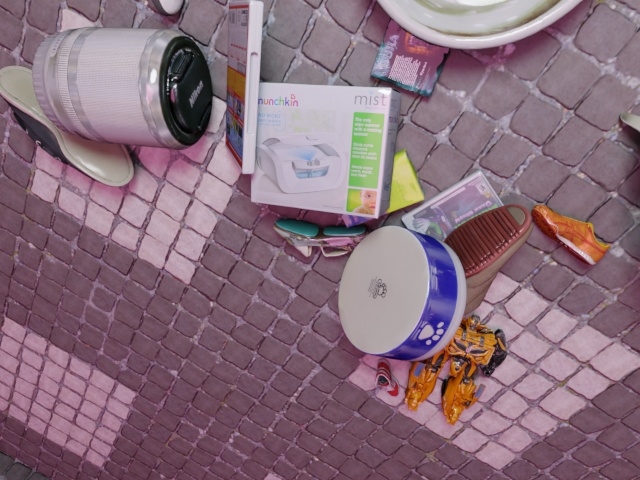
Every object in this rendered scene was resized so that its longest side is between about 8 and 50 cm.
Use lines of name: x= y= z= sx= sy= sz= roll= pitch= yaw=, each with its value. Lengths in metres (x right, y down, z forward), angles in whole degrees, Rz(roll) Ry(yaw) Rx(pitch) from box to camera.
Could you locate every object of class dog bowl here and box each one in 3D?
dog bowl: x=0.155 y=0.107 z=0.855 sx=0.104 sy=0.264 sz=0.264 roll=17 pitch=123 yaw=-32

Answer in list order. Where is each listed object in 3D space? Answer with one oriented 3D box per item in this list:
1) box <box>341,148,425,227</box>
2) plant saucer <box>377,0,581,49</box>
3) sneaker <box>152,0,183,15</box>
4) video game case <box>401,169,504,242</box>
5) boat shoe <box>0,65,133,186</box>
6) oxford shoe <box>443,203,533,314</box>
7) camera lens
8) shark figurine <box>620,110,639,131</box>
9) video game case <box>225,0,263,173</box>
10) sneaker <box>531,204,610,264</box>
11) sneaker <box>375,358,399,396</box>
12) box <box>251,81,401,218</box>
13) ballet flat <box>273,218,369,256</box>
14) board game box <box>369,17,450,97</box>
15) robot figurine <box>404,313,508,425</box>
box: x=0.119 y=-0.107 z=0.896 sx=0.178 sy=0.042 sz=0.109 roll=-21 pitch=106 yaw=22
plant saucer: x=0.246 y=-0.501 z=0.611 sx=0.401 sy=0.100 sz=0.400 roll=7 pitch=126 yaw=9
sneaker: x=-0.228 y=-0.544 z=0.754 sx=0.145 sy=0.090 sz=0.269 roll=16 pitch=114 yaw=9
video game case: x=0.301 y=-0.030 z=0.899 sx=0.190 sy=0.022 sz=0.173 roll=-33 pitch=103 yaw=24
boat shoe: x=-0.586 y=-0.239 z=0.973 sx=0.340 sy=0.127 sz=0.113 roll=39 pitch=146 yaw=-14
oxford shoe: x=0.311 y=0.067 z=0.883 sx=0.130 sy=0.123 sz=0.348 roll=28 pitch=123 yaw=-24
camera lens: x=-0.370 y=-0.298 z=0.828 sx=0.275 sy=0.219 sz=0.219 roll=7 pitch=116 yaw=10
shark figurine: x=0.649 y=-0.188 z=0.719 sx=0.278 sy=0.166 sz=0.116 roll=-29 pitch=131 yaw=6
video game case: x=-0.151 y=-0.294 z=0.799 sx=0.025 sy=0.204 sz=0.285 roll=-3 pitch=118 yaw=-22
sneaker: x=0.498 y=-0.023 z=0.843 sx=0.175 sy=0.064 sz=0.067 roll=35 pitch=97 yaw=-9
sneaker: x=0.173 y=0.374 z=1.090 sx=0.042 sy=0.067 sz=0.118 roll=-18 pitch=109 yaw=21
box: x=0.010 y=-0.181 z=0.818 sx=0.262 sy=0.127 sz=0.231 roll=10 pitch=108 yaw=17
ballet flat: x=0.000 y=0.000 z=0.961 sx=0.222 sy=0.077 sz=0.079 roll=4 pitch=119 yaw=7
board game box: x=0.181 y=-0.375 z=0.768 sx=0.126 sy=0.026 sz=0.186 roll=22 pitch=118 yaw=3
robot figurine: x=0.320 y=0.304 z=1.013 sx=0.211 sy=0.085 sz=0.290 roll=18 pitch=117 yaw=4
